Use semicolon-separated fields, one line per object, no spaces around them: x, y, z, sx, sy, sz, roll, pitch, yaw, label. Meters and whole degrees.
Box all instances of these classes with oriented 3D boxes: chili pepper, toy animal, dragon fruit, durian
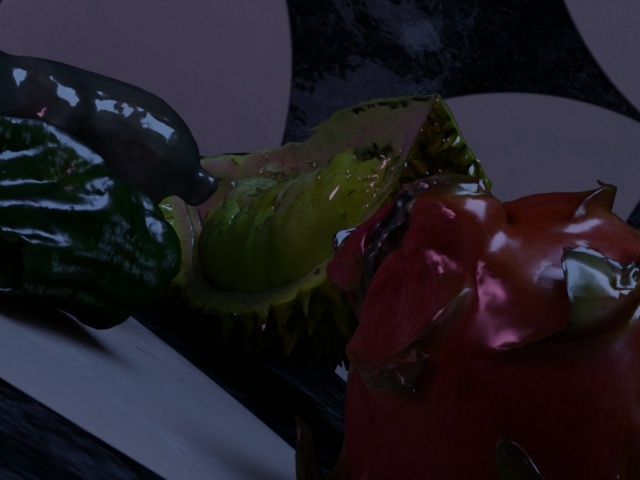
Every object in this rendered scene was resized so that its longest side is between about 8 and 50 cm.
-0.159;-0.022;0.784;0.099;0.083;0.253;44;10;30;chili pepper
-0.189;-0.070;0.953;0.251;0.125;0.127;33;-19;-28;toy animal
0.111;0.075;0.768;0.227;0.224;0.224;28;3;-25;dragon fruit
0.000;0.000;1.110;0.158;0.169;0.351;8;-9;-34;durian
